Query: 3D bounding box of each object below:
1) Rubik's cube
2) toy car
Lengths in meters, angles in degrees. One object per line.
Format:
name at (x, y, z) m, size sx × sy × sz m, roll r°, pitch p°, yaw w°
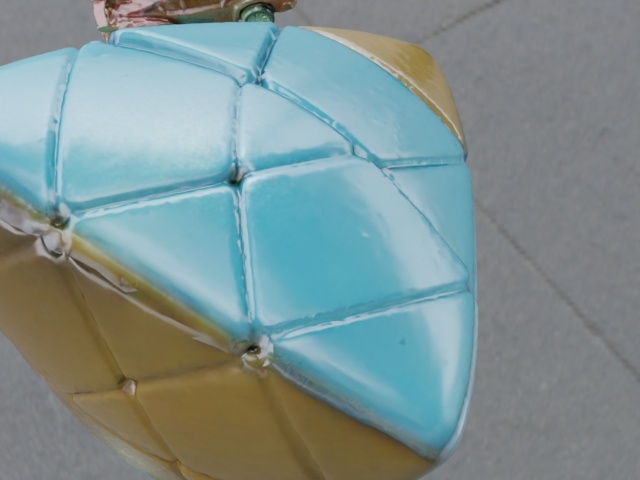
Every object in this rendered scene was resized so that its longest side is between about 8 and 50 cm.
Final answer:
Rubik's cube at (0.000, 0.000, 0.607) m, size 0.254 × 0.254 × 0.254 m, roll -1°, pitch 55°, yaw 1°
toy car at (-0.071, -0.144, 0.846) m, size 0.122 × 0.035 × 0.059 m, roll -14°, pitch 55°, yaw 7°
